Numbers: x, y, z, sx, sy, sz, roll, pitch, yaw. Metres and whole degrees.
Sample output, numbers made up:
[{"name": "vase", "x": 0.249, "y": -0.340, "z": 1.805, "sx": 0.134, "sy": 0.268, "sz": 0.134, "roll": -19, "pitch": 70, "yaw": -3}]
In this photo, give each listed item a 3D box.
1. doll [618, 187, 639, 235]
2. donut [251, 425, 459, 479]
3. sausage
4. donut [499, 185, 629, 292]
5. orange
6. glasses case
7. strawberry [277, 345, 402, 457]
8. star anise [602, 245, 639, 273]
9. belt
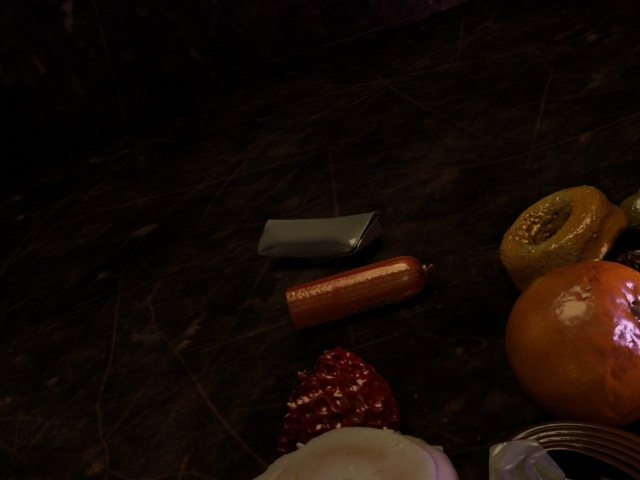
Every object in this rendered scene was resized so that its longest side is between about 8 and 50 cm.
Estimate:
[{"name": "doll", "x": 0.655, "y": -0.084, "z": 2.078, "sx": 0.209, "sy": 0.097, "sz": 0.137, "roll": -35, "pitch": 22, "yaw": -31}, {"name": "donut", "x": 0.034, "y": 0.433, "z": 1.577, "sx": 0.382, "sy": 0.142, "sz": 0.383, "roll": -18, "pitch": 26, "yaw": 10}, {"name": "sausage", "x": 0.087, "y": 0.100, "z": 2.209, "sx": 0.312, "sy": 0.093, "sz": 0.093, "roll": -16, "pitch": 27, "yaw": 14}, {"name": "donut", "x": 0.454, "y": 0.000, "z": 2.027, "sx": 0.253, "sy": 0.118, "sz": 0.253, "roll": -33, "pitch": 22, "yaw": 15}, {"name": "orange", "x": 0.409, "y": 0.161, "z": 1.647, "sx": 0.261, "sy": 0.261, "sz": 0.261, "roll": -19, "pitch": 27, "yaw": 10}, {"name": "glasses case", "x": -0.001, "y": 0.001, "z": 2.475, "sx": 0.308, "sy": 0.083, "sz": 0.128, "roll": -2, "pitch": 39, "yaw": 37}, {"name": "strawberry", "x": 0.046, "y": 0.305, "z": 1.819, "sx": 0.178, "sy": 0.234, "sz": 0.234, "roll": 26, "pitch": 49, "yaw": 20}, {"name": "star anise", "x": 0.536, "y": 0.058, "z": 1.955, "sx": 0.212, "sy": 0.053, "sz": 0.157, "roll": 9, "pitch": 41, "yaw": 46}, {"name": "belt", "x": 0.372, "y": 0.367, "z": 1.453, "sx": 0.217, "sy": 0.122, "sz": 0.338, "roll": -34, "pitch": 30, "yaw": -23}]
